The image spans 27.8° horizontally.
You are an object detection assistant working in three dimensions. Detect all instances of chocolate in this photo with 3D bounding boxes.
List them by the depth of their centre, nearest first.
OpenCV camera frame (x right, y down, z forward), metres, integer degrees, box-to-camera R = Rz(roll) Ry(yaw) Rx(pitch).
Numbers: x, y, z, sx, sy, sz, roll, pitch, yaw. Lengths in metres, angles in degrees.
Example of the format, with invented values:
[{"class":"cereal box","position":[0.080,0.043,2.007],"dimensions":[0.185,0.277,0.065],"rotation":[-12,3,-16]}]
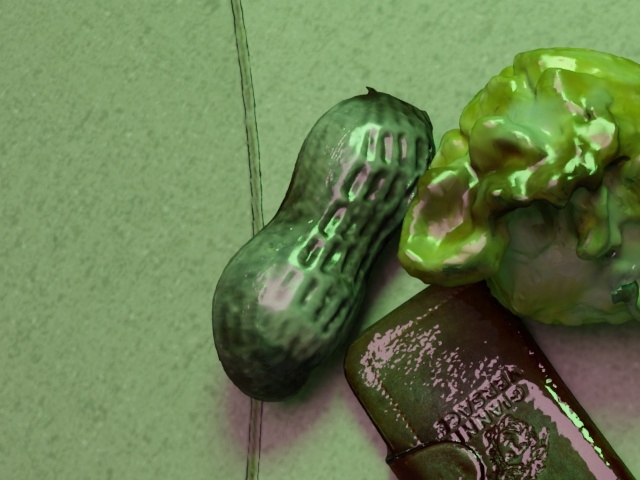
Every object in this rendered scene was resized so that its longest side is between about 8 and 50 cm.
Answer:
[{"class":"chocolate","position":[0.000,0.000,0.947],"dimensions":[0.110,0.110,0.248],"rotation":[20,73,29]}]

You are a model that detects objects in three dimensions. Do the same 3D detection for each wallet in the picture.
[{"class":"wallet","position":[0.119,0.143,0.876],"dimensions":[0.137,0.031,0.255],"rotation":[-37,59,6]}]

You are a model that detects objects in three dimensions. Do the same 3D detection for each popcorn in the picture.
[{"class":"popcorn","position":[0.149,-0.025,0.836],"dimensions":[0.198,0.212,0.197],"rotation":[16,111,48]}]
